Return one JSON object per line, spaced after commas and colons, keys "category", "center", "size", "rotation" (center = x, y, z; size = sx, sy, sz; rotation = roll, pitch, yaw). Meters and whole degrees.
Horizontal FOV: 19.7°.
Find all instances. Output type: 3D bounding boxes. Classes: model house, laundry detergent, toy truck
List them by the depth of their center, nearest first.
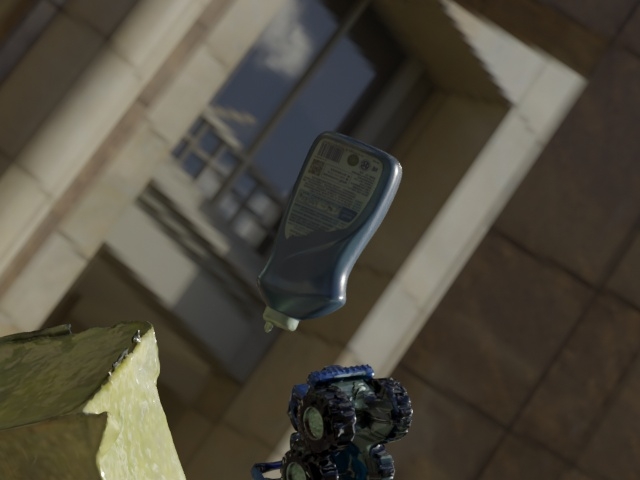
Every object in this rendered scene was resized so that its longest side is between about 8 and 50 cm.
{"category": "model house", "center": [-0.271, 0.248, 1.753], "size": [0.321, 0.261, 0.266], "rotation": [-13, -75, 19]}
{"category": "laundry detergent", "center": [0.000, 0.000, 1.795], "size": [0.097, 0.206, 0.061], "rotation": [25, -4, 9]}
{"category": "toy truck", "center": [0.005, 0.232, 1.995], "size": [0.113, 0.208, 0.126], "rotation": [-5, 30, -38]}
